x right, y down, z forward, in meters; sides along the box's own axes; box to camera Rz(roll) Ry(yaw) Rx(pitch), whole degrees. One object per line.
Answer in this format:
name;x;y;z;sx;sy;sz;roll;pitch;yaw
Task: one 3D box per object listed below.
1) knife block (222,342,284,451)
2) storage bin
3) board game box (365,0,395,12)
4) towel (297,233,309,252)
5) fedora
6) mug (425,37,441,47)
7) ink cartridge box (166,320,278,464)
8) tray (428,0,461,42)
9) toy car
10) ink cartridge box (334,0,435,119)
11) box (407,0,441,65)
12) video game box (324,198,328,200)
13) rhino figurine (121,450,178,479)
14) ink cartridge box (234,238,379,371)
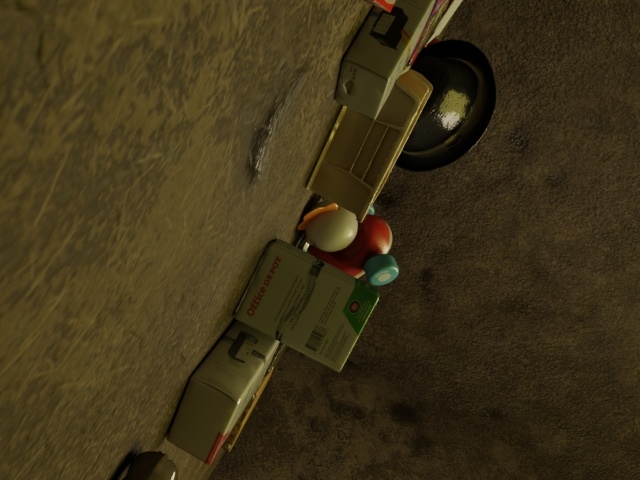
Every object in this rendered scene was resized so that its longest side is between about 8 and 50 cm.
knife block;-0.172;0.332;1.543;0.275;0.088;0.242;-65;175;24
storage bin;0.103;-0.207;1.229;0.260;0.123;0.262;-64;175;23
board game box;0.089;-0.347;0.677;0.193;0.045;0.147;-64;176;20
towel;0.000;0.000;1.622;0.113;0.023;0.152;55;53;-41
fedora;0.227;-0.321;1.474;0.153;0.334;0.334;7;115;-49
mug;0.256;-0.471;1.756;0.169;0.150;0.113;-57;-149;-11
ink cartridge box;-0.161;0.249;1.118;0.158;0.092;0.218;-64;174;28
tray;0.318;-0.594;1.537;0.270;0.030;0.145;129;-26;-67
toy car;0.021;-0.009;1.410;0.210;0.238;0.219;-32;-129;20
ink cartridge box;0.097;-0.288;0.963;0.175;0.072;0.127;-62;177;-16
box;0.231;-0.499;1.369;0.293;0.057;0.200;-58;173;-50
video game box;0.067;-0.179;1.508;0.187;0.048;0.205;-60;176;-5
rhino figurine;-0.264;0.378;0.822;0.243;0.073;0.106;-58;178;-33
ink cartridge box;-0.023;0.109;1.126;0.153;0.208;0.087;-62;179;7
